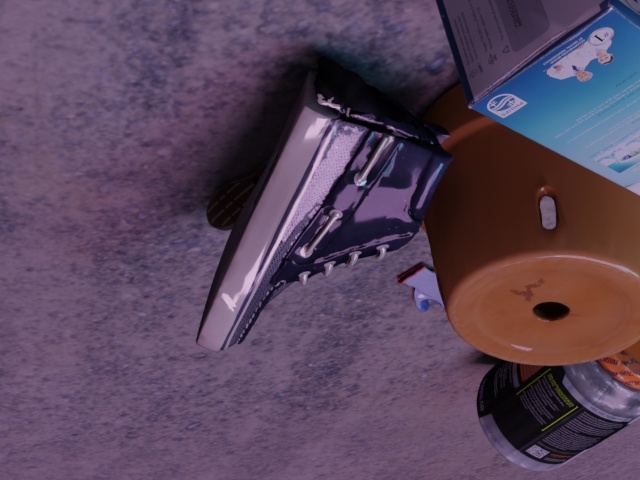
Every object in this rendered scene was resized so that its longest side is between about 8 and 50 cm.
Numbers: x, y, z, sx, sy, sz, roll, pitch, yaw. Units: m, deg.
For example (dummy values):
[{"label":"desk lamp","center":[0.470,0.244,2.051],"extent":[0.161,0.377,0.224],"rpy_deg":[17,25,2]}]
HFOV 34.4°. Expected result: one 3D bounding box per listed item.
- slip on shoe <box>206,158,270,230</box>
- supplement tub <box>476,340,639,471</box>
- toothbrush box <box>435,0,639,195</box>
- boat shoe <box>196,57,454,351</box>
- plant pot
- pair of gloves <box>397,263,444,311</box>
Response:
[{"label":"slip on shoe","center":[-0.064,-0.051,1.102],"extent":[0.135,0.051,0.041],"rpy_deg":[-37,152,26]},{"label":"supplement tub","center":[0.394,0.213,1.582],"extent":[0.193,0.194,0.316],"rpy_deg":[4,148,-25]},{"label":"toothbrush box","center":[0.224,-0.175,0.818],"extent":[0.295,0.216,0.126],"rpy_deg":[16,141,-42]},{"label":"boat shoe","center":[0.000,0.000,1.022],"extent":[0.158,0.127,0.340],"rpy_deg":[22,123,-10]},{"label":"plant pot","center":[0.230,-0.008,1.047],"extent":[0.290,0.203,0.291],"rpy_deg":[5,144,3]},{"label":"pair of gloves","center":[0.200,0.047,1.395],"extent":[0.198,0.023,0.159],"rpy_deg":[-31,145,30]}]
